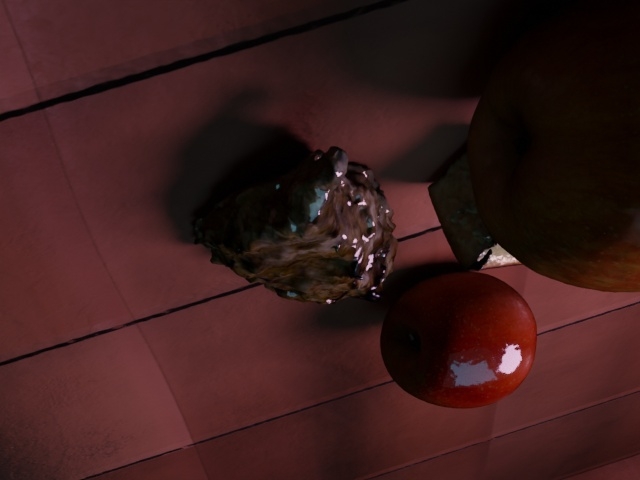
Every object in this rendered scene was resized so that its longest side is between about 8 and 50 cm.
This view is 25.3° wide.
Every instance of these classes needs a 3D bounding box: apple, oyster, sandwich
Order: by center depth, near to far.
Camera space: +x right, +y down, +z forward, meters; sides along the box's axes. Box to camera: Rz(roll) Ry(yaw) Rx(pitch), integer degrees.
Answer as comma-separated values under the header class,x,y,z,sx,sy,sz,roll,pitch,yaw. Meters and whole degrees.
class,x,y,z,sx,sy,sz,roll,pitch,yaw
apple,0.261,-0.085,1.312,0.250,0.277,0.309,-4,141,5
oyster,-0.026,0.004,1.490,0.204,0.111,0.396,-19,160,8
sandwich,0.255,-0.048,1.559,0.235,0.128,0.122,-4,148,-32
apple,0.176,0.126,1.800,0.168,0.181,0.181,1,149,-36
